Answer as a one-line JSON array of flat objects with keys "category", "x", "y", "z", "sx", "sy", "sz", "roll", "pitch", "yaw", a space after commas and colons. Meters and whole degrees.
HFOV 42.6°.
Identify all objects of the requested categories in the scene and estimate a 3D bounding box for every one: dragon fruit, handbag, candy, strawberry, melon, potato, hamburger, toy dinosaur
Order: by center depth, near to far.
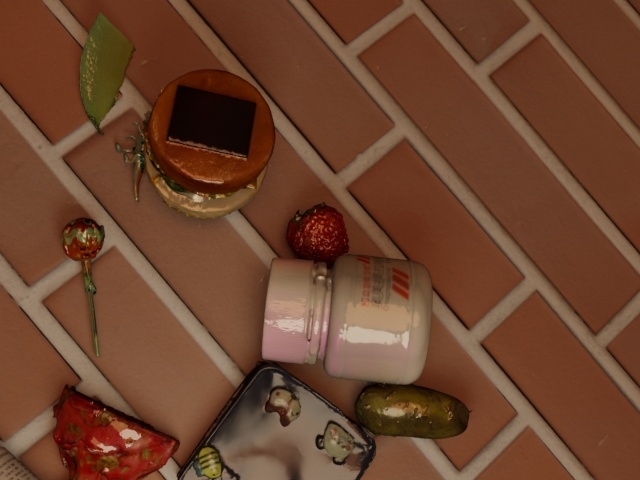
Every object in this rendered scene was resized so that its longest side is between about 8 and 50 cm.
[{"category": "dragon fruit", "x": -0.423, "y": 0.422, "z": 1.590, "sx": 0.262, "sy": 0.134, "sz": 0.211, "roll": 24, "pitch": 85, "yaw": -7}, {"category": "handbag", "x": -0.087, "y": 0.448, "z": 1.655, "sx": 0.303, "sy": 0.122, "sz": 0.329, "roll": 37, "pitch": 76, "yaw": -2}, {"category": "candy", "x": -0.469, "y": 0.093, "z": 1.675, "sx": 0.084, "sy": 0.078, "sz": 0.287, "roll": -11, "pitch": 84, "yaw": 17}, {"category": "hamburger", "x": -0.235, "y": -0.191, "z": 1.694, "sx": 0.291, "sy": 0.225, "sz": 0.290, "roll": 5, "pitch": 72, "yaw": -15}, {"category": "potato", "x": 0.194, "y": 0.354, "z": 1.711, "sx": 0.252, "sy": 0.149, "sz": 0.113, "roll": 3, "pitch": 69, "yaw": -5}, {"category": "strawberry", "x": -0.005, "y": 0.000, "z": 1.757, "sx": 0.131, "sy": 0.131, "sz": 0.148, "roll": -13, "pitch": 84, "yaw": -13}, {"category": "toy dinosaur", "x": -0.375, "y": -0.182, "z": 1.764, "sx": 0.106, "sy": 0.044, "sz": 0.187, "roll": -17, "pitch": 82, "yaw": -29}, {"category": "melon", "x": -0.470, "y": -0.356, "z": 1.784, "sx": 0.114, "sy": 0.053, "sz": 0.261, "roll": 11, "pitch": 81, "yaw": -27}]

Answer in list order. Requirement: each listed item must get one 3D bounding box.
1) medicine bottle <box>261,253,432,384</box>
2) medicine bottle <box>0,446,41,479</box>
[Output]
[{"category": "medicine bottle", "x": 0.051, "y": 0.153, "z": 1.668, "sx": 0.325, "sy": 0.256, "sz": 0.256, "roll": 7, "pitch": 78, "yaw": 0}, {"category": "medicine bottle", "x": -0.575, "y": 0.493, "z": 1.530, "sx": 0.250, "sy": 0.133, "sz": 0.133, "roll": 40, "pitch": 75, "yaw": 5}]
